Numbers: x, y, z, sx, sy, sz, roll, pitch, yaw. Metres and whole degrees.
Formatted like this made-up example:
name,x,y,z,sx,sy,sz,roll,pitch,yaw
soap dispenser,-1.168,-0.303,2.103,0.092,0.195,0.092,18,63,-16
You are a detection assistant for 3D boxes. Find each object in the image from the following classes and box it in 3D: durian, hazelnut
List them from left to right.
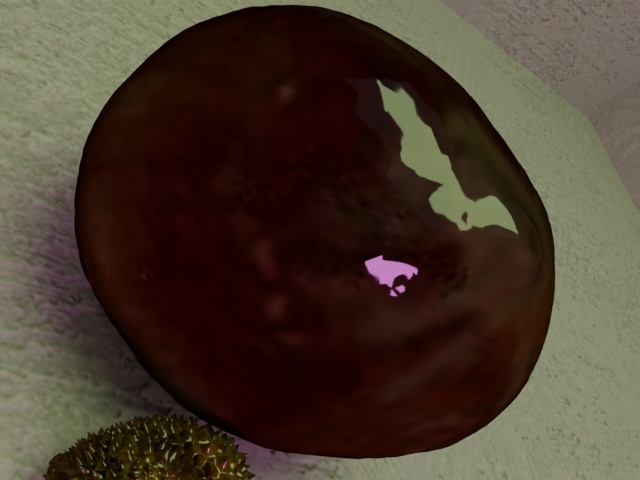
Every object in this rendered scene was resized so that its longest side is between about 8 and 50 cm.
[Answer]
name,x,y,z,sx,sy,sz,roll,pitch,yaw
durian,-0.121,0.199,0.539,0.168,0.137,0.158,33,17,-6
hazelnut,0.000,0.000,0.641,0.353,0.421,0.420,-35,87,-21
